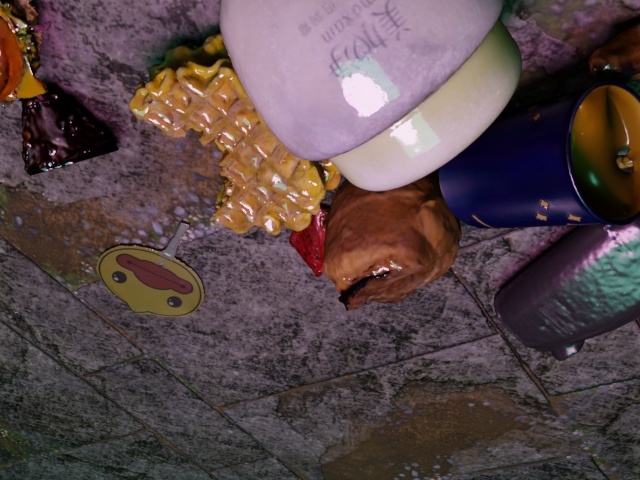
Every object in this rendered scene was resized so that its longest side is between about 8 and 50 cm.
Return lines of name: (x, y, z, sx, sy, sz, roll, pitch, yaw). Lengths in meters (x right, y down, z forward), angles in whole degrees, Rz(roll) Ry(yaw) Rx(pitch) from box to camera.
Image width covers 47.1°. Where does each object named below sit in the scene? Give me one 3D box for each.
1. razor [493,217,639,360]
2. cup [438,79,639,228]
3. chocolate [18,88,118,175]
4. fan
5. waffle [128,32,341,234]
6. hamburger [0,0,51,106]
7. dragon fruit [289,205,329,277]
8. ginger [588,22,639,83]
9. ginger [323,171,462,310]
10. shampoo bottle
razor: (0.459, 0.076, 1.255, 0.189, 0.107, 0.327, 40, 132, -5)
cup: (0.332, -0.088, 1.024, 0.255, 0.178, 0.256, 25, 166, -27)
chocolate: (-0.424, -0.185, 1.184, 0.156, 0.156, 0.133, -11, 104, 21)
fan: (-0.330, 0.063, 1.476, 0.230, 0.011, 0.335, 25, 134, -14)
waffle: (-0.117, -0.156, 1.113, 0.261, 0.151, 0.324, -13, 134, 26)
hamburger: (-0.504, -0.299, 1.051, 0.243, 0.138, 0.261, 2, 131, 13)
dragon fruit: (-0.001, 0.003, 1.314, 0.097, 0.063, 0.131, 19, 135, -9)
ginger: (0.499, -0.208, 0.972, 0.309, 0.107, 0.133, 28, 135, -20)
ginger: (0.106, -0.025, 1.138, 0.200, 0.223, 0.269, -31, 161, 24)
shampoo bottle: (0.054, -0.244, 0.872, 0.322, 0.322, 0.317, -31, 110, 34)
